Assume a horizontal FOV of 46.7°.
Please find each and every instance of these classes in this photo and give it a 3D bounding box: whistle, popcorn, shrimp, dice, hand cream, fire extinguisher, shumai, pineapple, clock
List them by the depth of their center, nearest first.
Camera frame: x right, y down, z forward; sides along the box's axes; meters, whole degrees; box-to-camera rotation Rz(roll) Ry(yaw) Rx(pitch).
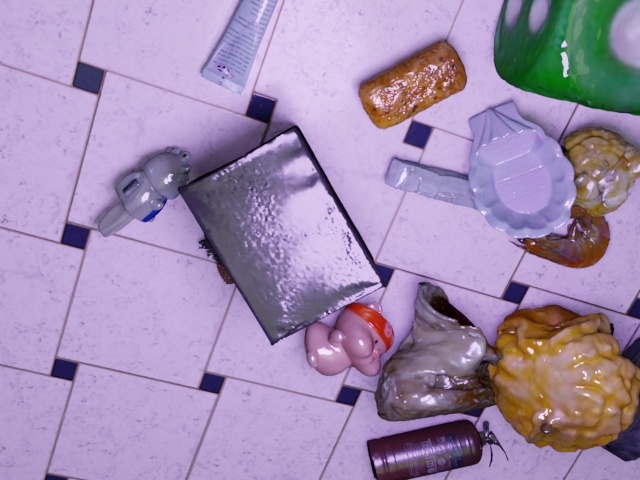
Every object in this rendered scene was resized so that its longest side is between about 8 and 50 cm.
[{"bbox_3d":[0.507,-0.394,1.349,0.297,0.300,0.287,5,111,-9],"label":"dice"},{"bbox_3d":[-0.116,-0.431,1.368,0.085,0.058,0.331,22,110,-19],"label":"hand cream"},{"bbox_3d":[-0.346,-0.093,1.472,0.244,0.110,0.092,-42,148,10],"label":"whistle"},{"bbox_3d":[0.575,-0.145,1.544,0.187,0.167,0.185,35,100,-26],"label":"popcorn"},{"bbox_3d":[-0.211,0.034,1.573,0.058,0.058,0.124,-30,115,6],"label":"pineapple"},{"bbox_3d":[0.541,-0.011,1.663,0.248,0.068,0.150,3,102,-15],"label":"shrimp"},{"bbox_3d":[0.251,0.249,1.670,0.291,0.330,0.289,-10,77,2],"label":"shumai"},{"bbox_3d":[0.566,0.303,1.690,0.381,0.349,0.349,-14,124,-45],"label":"popcorn"},{"bbox_3d":[0.744,0.360,1.733,0.061,0.312,0.313,26,110,4],"label":"clock"},{"bbox_3d":[0.292,0.526,1.840,0.337,0.114,0.136,-12,95,-2],"label":"fire extinguisher"}]

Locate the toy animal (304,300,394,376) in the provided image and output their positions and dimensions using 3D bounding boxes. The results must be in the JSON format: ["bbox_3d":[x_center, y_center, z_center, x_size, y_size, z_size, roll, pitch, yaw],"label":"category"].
[{"bbox_3d":[0.067,0.224,1.651,0.197,0.171,0.171,-21,116,6],"label":"toy animal"}]

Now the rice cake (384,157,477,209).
[{"bbox_3d":[0.298,-0.108,1.579,0.336,0.063,0.066,12,105,-12],"label":"rice cake"}]

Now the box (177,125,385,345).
[{"bbox_3d":[-0.070,-0.021,1.442,0.251,0.204,0.345,-28,100,5],"label":"box"}]

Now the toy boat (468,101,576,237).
[{"bbox_3d":[0.400,-0.133,1.505,0.199,0.100,0.290,-20,74,11],"label":"toy boat"}]

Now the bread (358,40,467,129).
[{"bbox_3d":[0.182,-0.303,1.461,0.211,0.083,0.114,-29,120,7],"label":"bread"}]
